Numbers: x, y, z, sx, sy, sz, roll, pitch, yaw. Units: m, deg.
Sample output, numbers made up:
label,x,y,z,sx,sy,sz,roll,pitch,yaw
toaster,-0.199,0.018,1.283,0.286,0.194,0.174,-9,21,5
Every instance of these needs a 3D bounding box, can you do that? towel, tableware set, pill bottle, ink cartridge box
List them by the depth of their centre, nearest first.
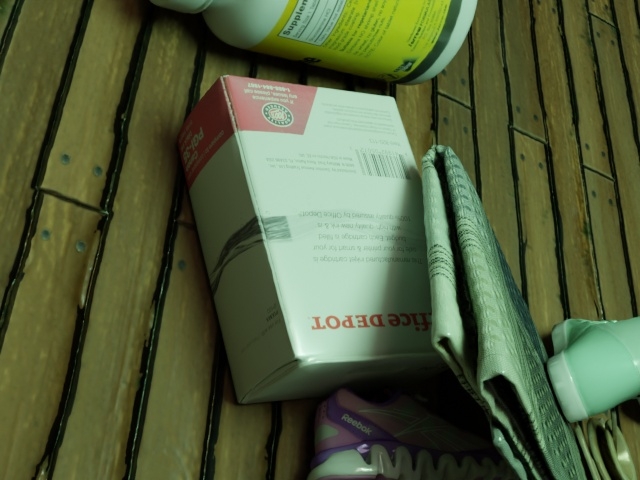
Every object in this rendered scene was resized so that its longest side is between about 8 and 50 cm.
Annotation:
label,x,y,z,sx,sy,sz,roll,pitch,yaw
towel,0.168,0.115,0.846,0.324,0.056,0.312,-91,156,-55
ink cartridge box,0.000,0.000,0.888,0.207,0.117,0.283,2,62,-35
tableware set,0.324,0.270,0.959,0.128,0.039,0.194,12,57,-61
pill bottle,-0.011,-0.286,1.016,0.333,0.188,0.188,7,59,-32

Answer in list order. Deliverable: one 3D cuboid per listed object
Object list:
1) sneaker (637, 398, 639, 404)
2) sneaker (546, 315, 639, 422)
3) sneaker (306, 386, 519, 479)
label,x,y,z,sx,sy,sz,roll,pitch,yaw
sneaker,0.480,0.104,1.175,0.322,0.130,0.236,6,49,-27
sneaker,0.320,0.118,0.968,0.094,0.151,0.256,69,16,1
sneaker,0.090,0.184,0.859,0.236,0.095,0.105,12,49,-29
